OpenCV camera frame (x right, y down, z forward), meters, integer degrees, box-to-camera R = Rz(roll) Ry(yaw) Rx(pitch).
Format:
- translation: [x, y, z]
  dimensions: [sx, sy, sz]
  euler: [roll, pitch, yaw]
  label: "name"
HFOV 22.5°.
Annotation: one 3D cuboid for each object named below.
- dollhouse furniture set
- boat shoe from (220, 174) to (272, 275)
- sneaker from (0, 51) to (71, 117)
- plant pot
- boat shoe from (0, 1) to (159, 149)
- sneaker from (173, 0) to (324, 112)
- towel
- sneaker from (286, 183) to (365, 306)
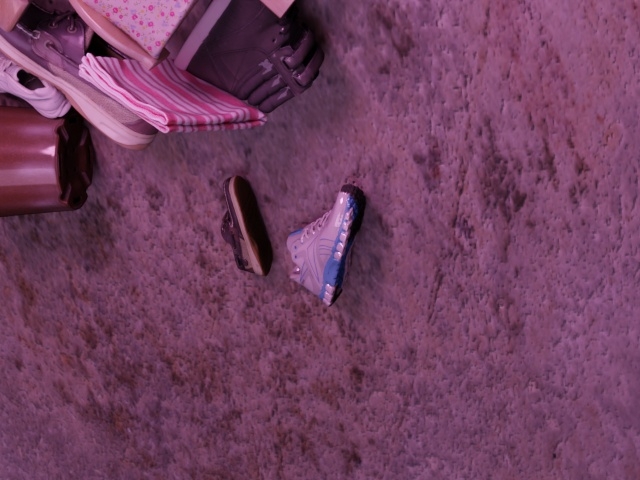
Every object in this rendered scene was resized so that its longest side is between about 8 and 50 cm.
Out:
- translation: [-0.251, -0.255, 1.663]
  dimensions: [0.355, 0.174, 0.303]
  euler: [41, 125, 1]
  label: "dollhouse furniture set"
- translation: [-0.102, -0.015, 2.021]
  dimensions: [0.049, 0.056, 0.152]
  euler: [-3, 127, 18]
  label: "boat shoe"
- translation: [-0.370, -0.202, 1.954]
  dimensions: [0.152, 0.053, 0.061]
  euler: [25, 166, 24]
  label: "sneaker"
- translation: [-0.381, -0.098, 2.008]
  dimensions: [0.165, 0.167, 0.167]
  euler: [0, 128, 12]
  label: "plant pot"
- translation: [-0.291, -0.227, 1.900]
  dimensions: [0.285, 0.103, 0.092]
  euler: [41, 118, -9]
  label: "boat shoe"
- translation: [-0.041, -0.253, 1.770]
  dimensions: [0.147, 0.104, 0.296]
  euler: [32, 139, -8]
  label: "sneaker"
- translation: [-0.162, -0.167, 1.811]
  dimensions: [0.144, 0.197, 0.029]
  euler: [35, 113, 25]
  label: "towel"
- translation: [0.000, 0.000, 1.985]
  dimensions: [0.083, 0.071, 0.190]
  euler: [25, 133, 9]
  label: "sneaker"
